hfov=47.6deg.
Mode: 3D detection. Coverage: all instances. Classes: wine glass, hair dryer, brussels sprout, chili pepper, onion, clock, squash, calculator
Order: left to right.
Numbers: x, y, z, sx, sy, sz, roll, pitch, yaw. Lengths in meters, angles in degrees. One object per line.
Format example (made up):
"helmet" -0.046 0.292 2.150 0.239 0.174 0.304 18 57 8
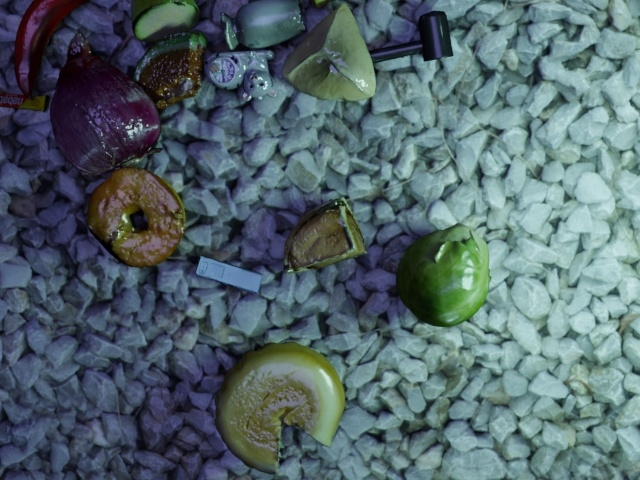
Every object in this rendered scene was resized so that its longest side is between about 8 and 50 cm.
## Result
"chili pepper" -0.672 -0.540 1.815 0.137 0.092 0.368 38 103 -5
"onion" -0.559 -0.321 1.743 0.267 0.159 0.348 -25 100 21
"squash" -0.382 -0.569 1.754 0.170 0.170 0.122 -16 81 6
"calculator" -0.235 0.088 1.858 0.172 0.018 0.057 16 97 3
"clock" -0.198 -0.403 1.786 0.176 0.080 0.117 -2 95 3
"wine glass" -0.138 -0.525 1.755 0.204 0.111 0.111 -10 94 6
"hair dryer" 0.192 -0.478 1.765 0.248 0.070 0.114 -8 95 14
"brussels sprout" 0.296 0.083 1.719 0.244 0.244 0.244 0 95 5

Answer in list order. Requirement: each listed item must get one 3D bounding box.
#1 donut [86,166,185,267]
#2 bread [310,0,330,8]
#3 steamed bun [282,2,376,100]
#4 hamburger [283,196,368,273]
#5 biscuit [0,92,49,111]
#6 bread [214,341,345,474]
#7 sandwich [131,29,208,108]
"donut" -0.453 -0.059 1.810 0.254 0.118 0.253 0 102 2
"bread" 0.034 -0.698 1.732 0.234 0.110 0.184 -35 88 5
"steamed bun" 0.010 -0.424 1.741 0.212 0.110 0.231 -23 86 16
"hamburger" 0.000 0.000 1.795 0.208 0.135 0.155 -28 76 20
"biscuit" -0.842 -0.365 1.870 0.292 0.026 0.048 6 76 4
"bread" -0.103 0.402 1.803 0.333 0.160 0.333 0 93 3
"sandwich" -0.382 -0.414 1.777 0.235 0.079 0.159 -18 76 19
